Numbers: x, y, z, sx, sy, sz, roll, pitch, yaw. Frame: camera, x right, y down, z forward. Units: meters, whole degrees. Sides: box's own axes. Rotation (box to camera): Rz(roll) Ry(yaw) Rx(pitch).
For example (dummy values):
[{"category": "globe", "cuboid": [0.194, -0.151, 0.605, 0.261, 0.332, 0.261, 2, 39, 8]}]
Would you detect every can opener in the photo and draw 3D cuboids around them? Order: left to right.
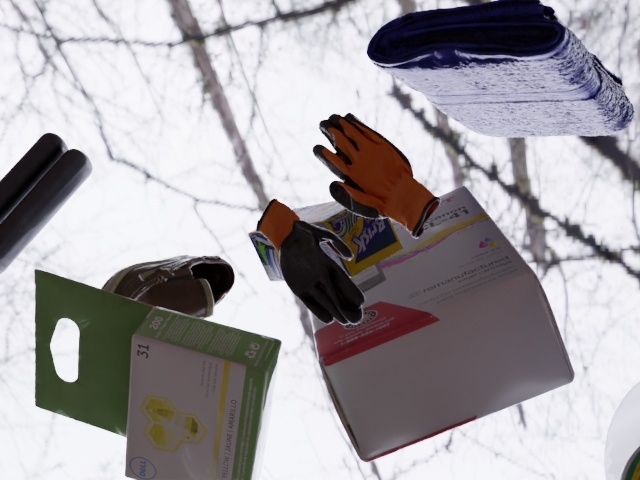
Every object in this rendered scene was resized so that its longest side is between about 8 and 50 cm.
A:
[{"category": "can opener", "cuboid": [-0.366, -0.009, 1.179, 0.076, 0.095, 0.283, 33, -107, 18]}]

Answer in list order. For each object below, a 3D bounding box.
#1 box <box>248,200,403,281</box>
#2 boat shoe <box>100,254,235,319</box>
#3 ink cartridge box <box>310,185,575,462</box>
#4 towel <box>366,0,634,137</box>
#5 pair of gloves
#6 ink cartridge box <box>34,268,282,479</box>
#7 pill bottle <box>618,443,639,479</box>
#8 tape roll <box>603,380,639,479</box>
[{"category": "box", "cuboid": [0.000, 0.000, 0.967, 0.059, 0.054, 0.169, -28, -170, -24]}, {"category": "boat shoe", "cuboid": [-0.169, 0.063, 1.253, 0.095, 0.095, 0.257, -5, -166, 17]}, {"category": "ink cartridge box", "cuboid": [0.108, 0.075, 1.159, 0.226, 0.131, 0.306, -24, -161, 3]}, {"category": "towel", "cuboid": [0.220, -0.195, 1.271, 0.227, 0.308, 0.076, 3, -100, 31]}, {"category": "pair of gloves", "cuboid": [0.008, -0.009, 0.472, 0.074, 0.010, 0.083, 47, -62, 31]}, {"category": "ink cartridge box", "cuboid": [-0.159, 0.135, 0.977, 0.235, 0.171, 0.056, 15, -148, 8]}, {"category": "pill bottle", "cuboid": [0.327, 0.207, 0.829, 0.117, 0.208, 0.118, 2, -96, -17]}, {"category": "tape roll", "cuboid": [0.426, 0.221, 1.101, 0.246, 0.169, 0.246, 0, -108, 0]}]
